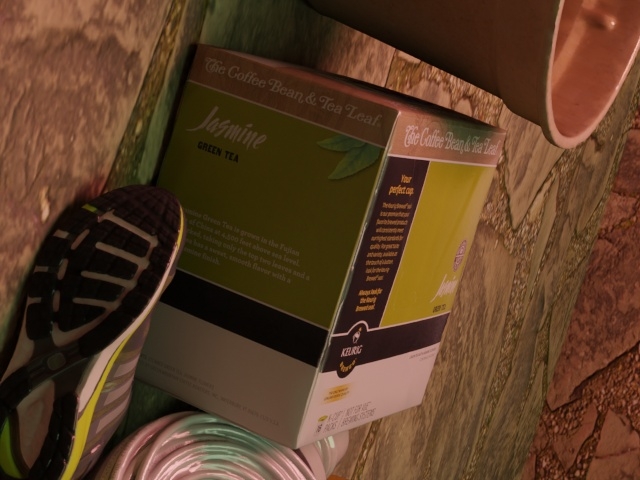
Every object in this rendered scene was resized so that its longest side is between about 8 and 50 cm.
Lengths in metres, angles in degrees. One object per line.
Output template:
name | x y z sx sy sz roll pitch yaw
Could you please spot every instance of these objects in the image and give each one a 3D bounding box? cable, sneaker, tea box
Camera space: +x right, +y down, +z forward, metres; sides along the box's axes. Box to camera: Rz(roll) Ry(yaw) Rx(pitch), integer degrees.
cable | -0.100 0.282 1.191 0.257 0.257 0.089 9 146 -37
sneaker | -0.200 0.091 1.151 0.300 0.111 0.121 -62 167 -2
tea box | 0.000 0.000 1.336 0.329 0.220 0.324 -1 111 -66

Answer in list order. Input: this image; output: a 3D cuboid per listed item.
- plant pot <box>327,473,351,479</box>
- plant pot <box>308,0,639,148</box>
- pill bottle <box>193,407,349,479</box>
plant pot | -0.014 0.351 1.769 0.081 0.083 0.081 -30 135 -57
plant pot | 0.151 -0.291 1.315 0.334 0.305 0.334 -47 148 -42
pill bottle | -0.103 0.271 1.390 0.318 0.176 0.176 -41 144 -47
